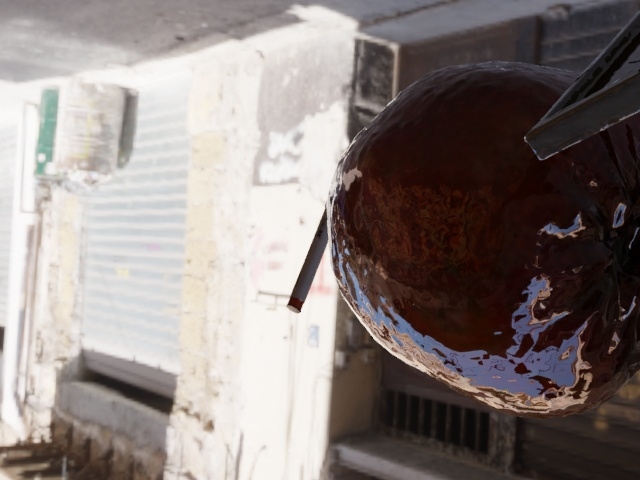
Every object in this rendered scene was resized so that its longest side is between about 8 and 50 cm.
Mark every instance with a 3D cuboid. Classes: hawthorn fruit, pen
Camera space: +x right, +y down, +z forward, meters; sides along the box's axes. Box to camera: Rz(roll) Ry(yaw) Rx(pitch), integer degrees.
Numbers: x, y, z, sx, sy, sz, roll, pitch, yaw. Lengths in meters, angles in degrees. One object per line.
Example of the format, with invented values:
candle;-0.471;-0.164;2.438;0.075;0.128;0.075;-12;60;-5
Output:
hawthorn fruit;0.122;-0.010;0.619;0.254;0.254;0.300;4;-175;-28
pen;0.000;0.000;1.231;0.028;0.239;0.028;19;160;7

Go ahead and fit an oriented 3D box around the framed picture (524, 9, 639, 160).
framed picture;0.225;-0.135;0.305;0.281;0.019;0.209;-28;-169;49
